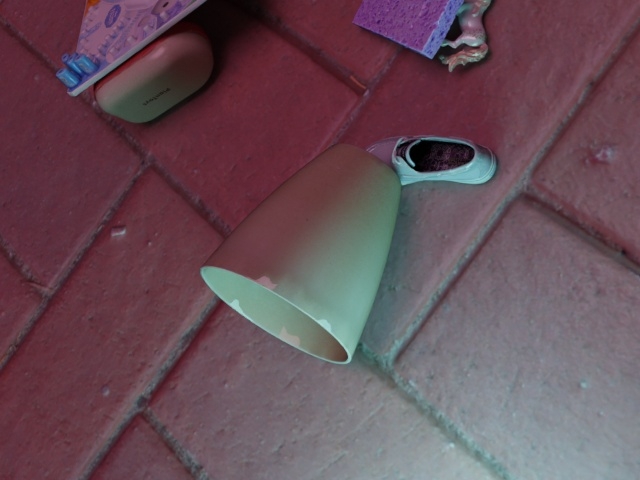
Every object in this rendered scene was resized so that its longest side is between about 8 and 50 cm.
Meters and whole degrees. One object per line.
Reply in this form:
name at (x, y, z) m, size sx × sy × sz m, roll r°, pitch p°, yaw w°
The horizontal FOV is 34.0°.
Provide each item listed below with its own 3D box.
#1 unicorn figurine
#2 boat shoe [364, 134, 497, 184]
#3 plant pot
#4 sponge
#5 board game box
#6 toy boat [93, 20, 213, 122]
unicorn figurine at (0.225, -0.346, 1.627) m, size 0.111 × 0.060 × 0.161 m, roll -16°, pitch 81°, yaw 22°
boat shoe at (0.151, -0.130, 1.582) m, size 0.228 × 0.081 × 0.079 m, roll 5°, pitch 77°, yaw 33°
plant pot at (0.000, 0.000, 1.560) m, size 0.257 × 0.256 × 0.274 m, roll 18°, pitch 68°, yaw 35°
sponge at (0.137, -0.371, 1.663) m, size 0.210 × 0.031 × 0.117 m, roll 38°, pitch 104°, yaw 50°
board game box at (-0.314, -0.482, 1.922) m, size 0.390 × 0.050 × 0.389 m, roll -31°, pitch 36°, yaw 21°
toy boat at (-0.306, -0.326, 1.890) m, size 0.231 × 0.151 × 0.151 m, roll -29°, pitch 68°, yaw 22°
